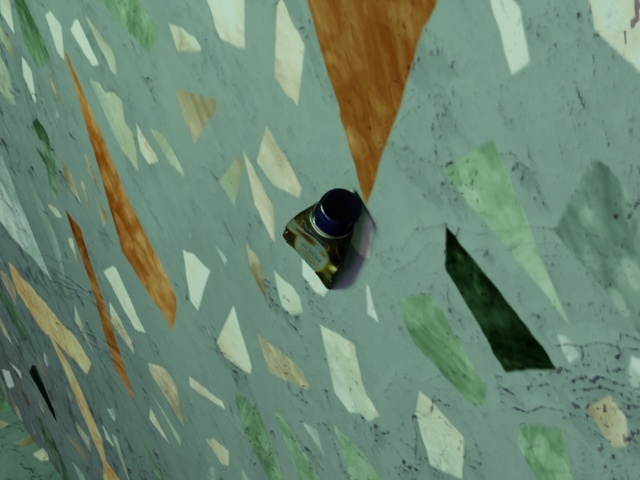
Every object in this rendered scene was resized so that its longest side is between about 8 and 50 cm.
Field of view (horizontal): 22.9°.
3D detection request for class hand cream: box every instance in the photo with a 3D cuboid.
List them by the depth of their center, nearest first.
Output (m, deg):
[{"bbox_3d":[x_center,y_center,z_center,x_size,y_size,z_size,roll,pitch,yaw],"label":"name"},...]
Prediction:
[{"bbox_3d":[0.000,0.000,1.344,0.062,0.039,0.163,45,158,7],"label":"hand cream"}]
